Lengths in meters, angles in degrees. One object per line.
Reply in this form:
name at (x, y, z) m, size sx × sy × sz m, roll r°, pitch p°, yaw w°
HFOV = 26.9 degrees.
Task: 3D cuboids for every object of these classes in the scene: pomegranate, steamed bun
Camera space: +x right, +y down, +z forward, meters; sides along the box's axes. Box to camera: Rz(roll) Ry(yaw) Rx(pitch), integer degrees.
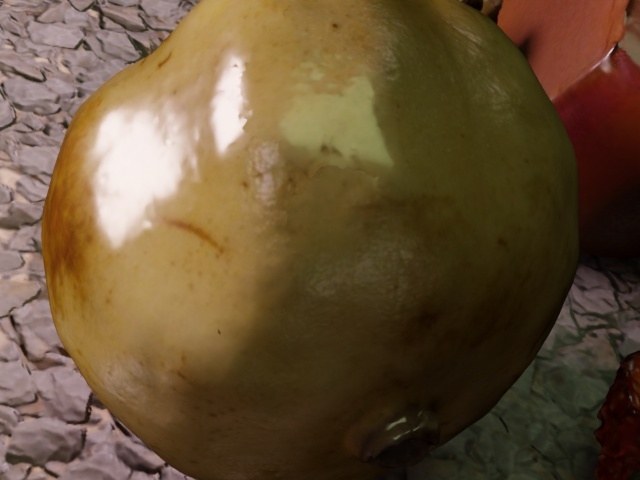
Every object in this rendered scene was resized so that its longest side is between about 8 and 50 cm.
pomegranate at (0.000, 0.000, 0.820) m, size 0.333 × 0.332 × 0.332 m, roll 11°, pitch 41°, yaw -10°
steamed bun at (0.301, -0.157, 1.143) m, size 0.248 × 0.235 × 0.379 m, roll 32°, pitch 48°, yaw -17°

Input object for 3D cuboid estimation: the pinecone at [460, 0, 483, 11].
pinecone at (0.029, -0.135, 1.089) m, size 0.212 × 0.168 × 0.185 m, roll 26°, pitch 43°, yaw 8°

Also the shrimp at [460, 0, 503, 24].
shrimp at (0.127, -0.261, 1.271) m, size 0.296 × 0.058 × 0.169 m, roll -38°, pitch 101°, yaw -24°

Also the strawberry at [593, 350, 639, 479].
strawberry at (0.269, 0.158, 0.916) m, size 0.188 × 0.106 × 0.286 m, roll 29°, pitch 29°, yaw 5°
